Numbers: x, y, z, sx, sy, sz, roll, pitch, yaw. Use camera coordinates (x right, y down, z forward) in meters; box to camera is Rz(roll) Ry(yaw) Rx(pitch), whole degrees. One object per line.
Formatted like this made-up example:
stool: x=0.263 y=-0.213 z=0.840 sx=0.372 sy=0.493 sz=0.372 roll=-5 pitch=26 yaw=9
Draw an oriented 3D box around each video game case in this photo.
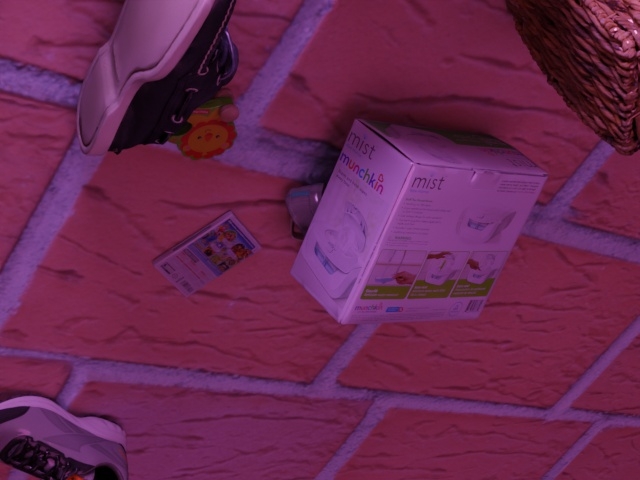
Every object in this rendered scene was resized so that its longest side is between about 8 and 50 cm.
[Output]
video game case: x=-0.147 y=0.019 z=1.501 sx=0.122 sy=0.011 sz=0.087 roll=-33 pitch=140 yaw=5

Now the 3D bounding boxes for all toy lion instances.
toy lion: x=-0.142 y=-0.131 z=1.335 sx=0.100 sy=0.034 sz=0.096 roll=-1 pitch=141 yaw=-29

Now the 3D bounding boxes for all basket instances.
basket: x=0.360 y=-0.260 z=1.272 sx=0.223 sy=0.299 sz=0.213 roll=-24 pitch=140 yaw=-5

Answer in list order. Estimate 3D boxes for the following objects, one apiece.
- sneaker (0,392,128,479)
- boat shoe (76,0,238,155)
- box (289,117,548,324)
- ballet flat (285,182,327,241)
sneaker: x=-0.368 y=0.289 z=1.586 sx=0.271 sy=0.108 sz=0.100 roll=24 pitch=120 yaw=-42
boat shoe: x=-0.140 y=-0.182 z=1.148 sx=0.113 sy=0.127 sz=0.340 roll=3 pitch=150 yaw=-30
box: x=0.129 y=-0.020 z=1.471 sx=0.262 sy=0.127 sz=0.231 roll=1 pitch=120 yaw=-42
ballet flat: x=0.000 y=0.000 z=1.537 sx=0.068 sy=0.072 sz=0.213 roll=-4 pitch=141 yaw=13
